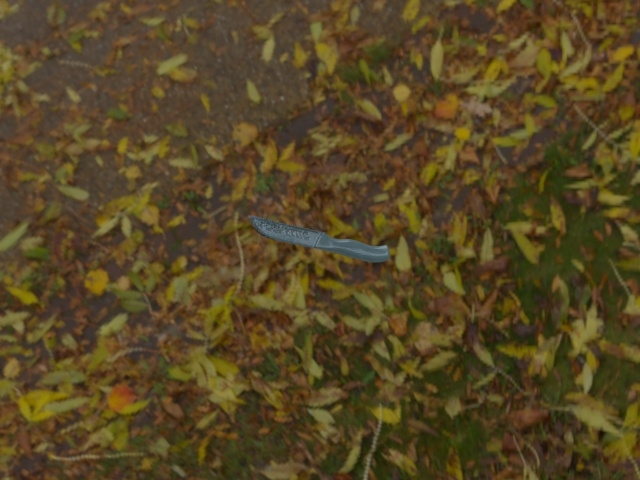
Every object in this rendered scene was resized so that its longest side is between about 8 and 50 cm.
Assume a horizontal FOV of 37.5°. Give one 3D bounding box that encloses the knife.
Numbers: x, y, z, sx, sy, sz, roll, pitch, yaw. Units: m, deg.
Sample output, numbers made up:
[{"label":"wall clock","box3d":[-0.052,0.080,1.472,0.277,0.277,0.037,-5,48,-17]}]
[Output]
[{"label":"knife","box3d":[0.000,0.000,1.246,0.015,0.210,0.028,46,121,63]}]
